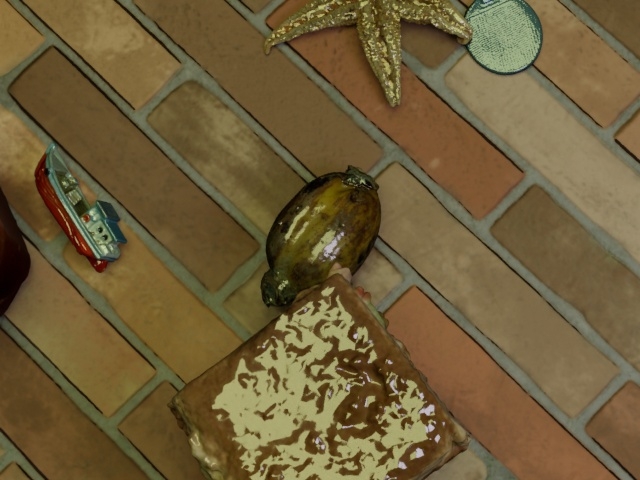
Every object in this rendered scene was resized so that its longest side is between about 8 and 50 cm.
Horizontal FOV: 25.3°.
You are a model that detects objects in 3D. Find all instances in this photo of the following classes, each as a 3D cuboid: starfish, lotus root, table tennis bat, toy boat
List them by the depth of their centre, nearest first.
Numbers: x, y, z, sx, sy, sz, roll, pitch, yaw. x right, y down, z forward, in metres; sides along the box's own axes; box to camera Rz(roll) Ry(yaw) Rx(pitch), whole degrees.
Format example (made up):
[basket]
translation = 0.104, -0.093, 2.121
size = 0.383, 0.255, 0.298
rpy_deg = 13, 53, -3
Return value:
[lotus root]
translation = 0.000, 0.000, 1.734
size = 0.120, 0.120, 0.209
rpy_deg = 36, 79, 9
[toy boat]
translation = -0.300, -0.044, 1.777
size = 0.059, 0.069, 0.173
rpy_deg = -36, 78, 9
[starfish]
translation = 0.074, -0.289, 1.827
size = 0.295, 0.048, 0.231
rpy_deg = -32, 75, -1
[table tennis bat]
translation = 0.226, -0.285, 1.840
size = 0.100, 0.019, 0.155
rpy_deg = -25, 78, 0

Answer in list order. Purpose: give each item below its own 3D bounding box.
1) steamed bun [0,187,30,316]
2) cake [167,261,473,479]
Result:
[steamed bun]
translation = -0.523, -0.057, 1.703
size = 0.248, 0.235, 0.379
rpy_deg = -25, 77, -6
[cake]
translation = -0.008, 0.208, 1.601
size = 0.282, 0.290, 0.255
rpy_deg = -38, 77, -3
